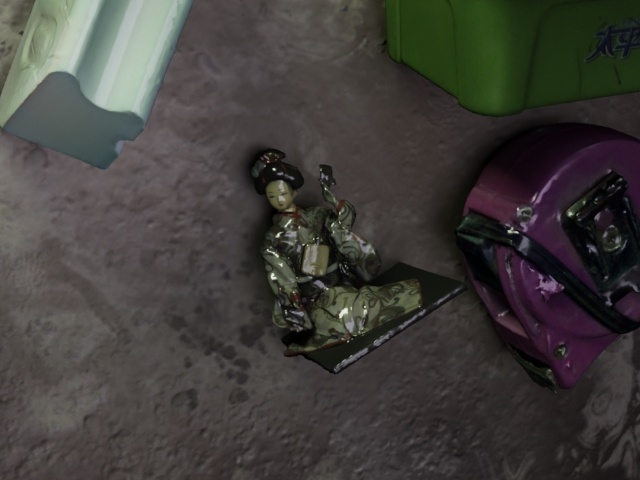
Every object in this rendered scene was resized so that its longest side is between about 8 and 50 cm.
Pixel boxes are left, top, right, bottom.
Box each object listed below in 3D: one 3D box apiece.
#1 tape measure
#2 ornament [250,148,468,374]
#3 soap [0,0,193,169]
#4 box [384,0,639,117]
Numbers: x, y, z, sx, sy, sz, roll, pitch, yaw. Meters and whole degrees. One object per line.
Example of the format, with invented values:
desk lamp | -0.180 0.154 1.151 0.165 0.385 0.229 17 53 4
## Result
tape measure | 0.267 0.005 1.373 0.231 0.149 0.245 -40 116 -9
ornament | 0.000 0.000 1.269 0.166 0.153 0.196 -33 104 -14
soap | -0.172 -0.209 1.113 0.095 0.173 0.289 20 95 -25
box | 0.223 -0.237 1.252 0.328 0.253 0.178 -8 119 -21
